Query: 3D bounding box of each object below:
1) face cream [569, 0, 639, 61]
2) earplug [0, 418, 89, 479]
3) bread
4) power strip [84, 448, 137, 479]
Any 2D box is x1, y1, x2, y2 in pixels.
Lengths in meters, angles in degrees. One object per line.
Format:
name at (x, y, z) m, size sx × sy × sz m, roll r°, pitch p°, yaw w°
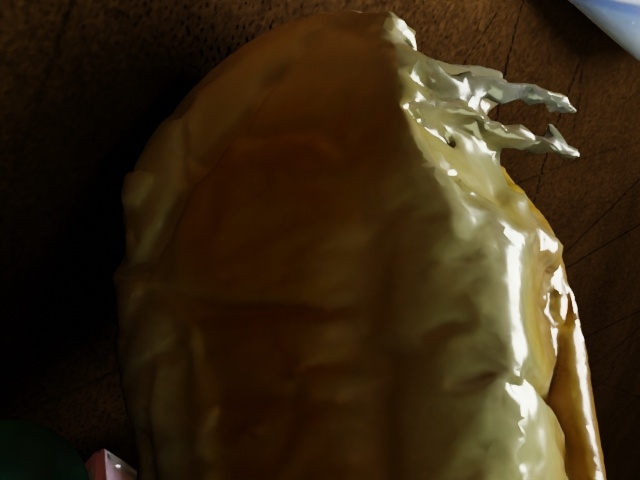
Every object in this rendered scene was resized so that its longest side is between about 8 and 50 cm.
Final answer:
face cream at (0.276, -0.230, 0.743) m, size 0.420 × 0.137 × 0.235 m, roll 20°, pitch 112°, yaw -47°
earplug at (-0.121, 0.208, 0.390) m, size 0.164 × 0.257 × 0.280 m, roll 72°, pitch 28°, yaw -67°
bread at (0.016, 0.089, 0.523) m, size 0.183 × 0.236 × 0.389 m, roll 25°, pitch 61°, yaw -54°
power strip at (-0.139, 0.216, 0.593) m, size 0.037 × 0.279 × 0.109 m, roll 41°, pitch 92°, yaw -19°
